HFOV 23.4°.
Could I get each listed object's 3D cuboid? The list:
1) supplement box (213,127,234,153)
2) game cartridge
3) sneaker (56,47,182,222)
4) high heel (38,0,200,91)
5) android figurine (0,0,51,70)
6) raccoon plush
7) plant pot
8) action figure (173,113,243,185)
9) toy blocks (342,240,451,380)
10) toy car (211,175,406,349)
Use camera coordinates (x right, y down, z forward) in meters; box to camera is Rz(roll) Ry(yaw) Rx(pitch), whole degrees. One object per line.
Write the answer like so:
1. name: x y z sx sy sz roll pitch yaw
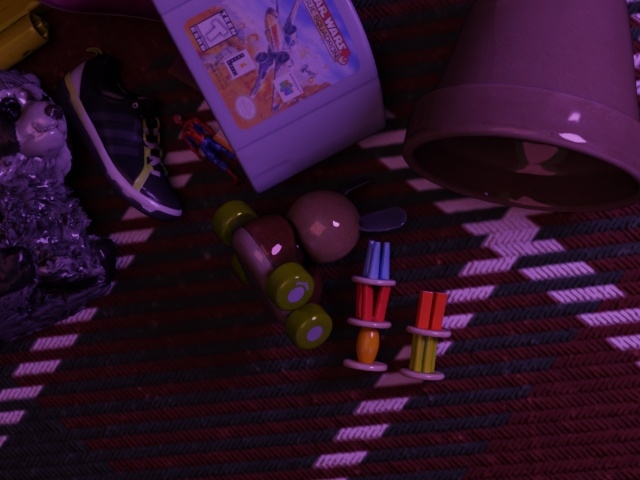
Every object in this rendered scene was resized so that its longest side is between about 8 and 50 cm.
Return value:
1. supplement box: -0.077 -0.150 1.813 0.036 0.062 0.098 36 102 13
2. game cartridge: -0.054 -0.223 1.731 0.198 0.062 0.297 -27 107 7
3. sneaker: -0.227 -0.131 1.849 0.097 0.084 0.235 -39 81 14
4. high heel: -0.220 -0.331 1.788 0.377 0.127 0.181 29 115 -9
5. android figurine: -0.434 -0.326 1.924 0.273 0.056 0.248 -29 84 14
6. raccoon plush: -0.458 -0.015 1.874 0.446 0.216 0.299 -30 75 16
7. plant pot: 0.231 -0.174 1.640 0.263 0.263 0.229 5 76 17
8. action figure: -0.134 -0.114 1.851 0.115 0.030 0.038 41 108 14
9. toy blocks: 0.092 0.079 1.772 0.123 0.054 0.148 7 94 18
10. toy car: 0.000 0.000 1.765 0.188 0.149 0.155 -34 49 -9
